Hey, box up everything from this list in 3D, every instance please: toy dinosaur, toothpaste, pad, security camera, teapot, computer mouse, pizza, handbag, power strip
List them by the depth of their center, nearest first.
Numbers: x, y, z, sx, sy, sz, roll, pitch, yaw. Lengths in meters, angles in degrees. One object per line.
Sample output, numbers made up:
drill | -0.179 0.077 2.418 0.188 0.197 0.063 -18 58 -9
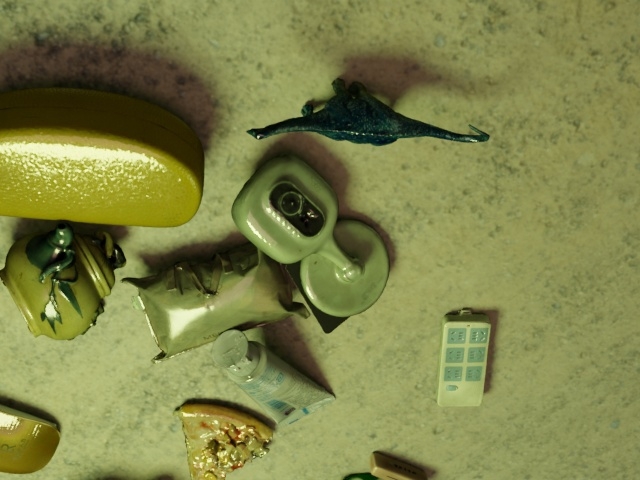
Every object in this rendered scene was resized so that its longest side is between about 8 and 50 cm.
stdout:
toy dinosaur | 0.062 -0.175 1.651 0.363 0.147 0.076 2 120 -14
teapot | -0.386 0.063 1.732 0.183 0.173 0.269 -30 148 -14
security camera | 0.000 0.000 1.743 0.301 0.080 0.157 43 75 -23
handbag | -0.170 0.086 1.783 0.270 0.117 0.182 -18 109 1
pad | 0.017 0.064 1.819 0.112 0.003 0.157 -38 119 -17
toothpaste | -0.081 0.235 1.857 0.114 0.073 0.299 -30 144 9
computer mouse | -0.570 0.325 1.906 0.245 0.056 0.126 24 113 -15
power strip | 0.244 0.207 1.926 0.081 0.035 0.192 0 117 -5
pizza | -0.189 0.376 1.969 0.185 0.052 0.195 18 115 -11

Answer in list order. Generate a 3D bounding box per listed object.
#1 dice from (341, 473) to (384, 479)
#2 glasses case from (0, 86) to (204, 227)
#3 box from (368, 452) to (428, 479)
dice | 0.088 0.508 2.023 0.128 0.120 0.131 1 116 -5
glasses case | -0.354 -0.129 1.635 0.371 0.141 0.173 4 132 -7
box | 0.142 0.419 2.021 0.115 0.048 0.025 24 117 -16
